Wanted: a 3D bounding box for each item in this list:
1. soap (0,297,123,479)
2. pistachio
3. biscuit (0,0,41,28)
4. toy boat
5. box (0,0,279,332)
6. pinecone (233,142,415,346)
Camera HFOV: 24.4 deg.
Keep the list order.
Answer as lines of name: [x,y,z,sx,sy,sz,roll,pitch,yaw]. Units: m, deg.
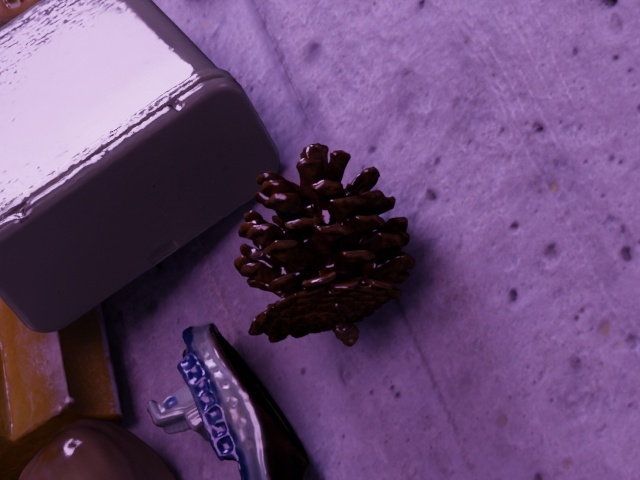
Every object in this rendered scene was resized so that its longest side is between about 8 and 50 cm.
soap: [-0.376,0.154,1.813,0.259,0.143,0.281,-34,49,20]
pistachio: [-0.239,0.334,1.621,0.166,0.197,0.288,115,140,-64]
biscuit: [-0.349,-0.405,2.075,0.325,0.044,0.217,1,74,39]
toy boat: [-0.105,0.201,1.579,0.115,0.114,0.262,-41,55,3]
box: [-0.285,-0.126,1.761,0.352,0.177,0.344,-35,48,-5]
pinecone: [0.000,0.001,1.545,0.186,0.168,0.212,-11,49,2]
